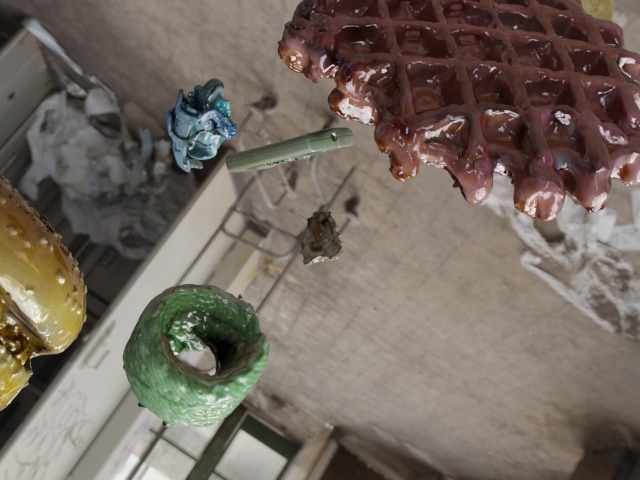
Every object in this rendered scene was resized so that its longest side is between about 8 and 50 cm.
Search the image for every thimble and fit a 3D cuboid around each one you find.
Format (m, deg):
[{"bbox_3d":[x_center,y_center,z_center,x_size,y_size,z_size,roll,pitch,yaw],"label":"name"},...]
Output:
[{"bbox_3d":[-0.195,0.180,1.219,0.219,0.219,0.150,34,134,-1],"label":"thimble"}]

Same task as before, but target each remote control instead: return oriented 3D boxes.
[{"bbox_3d":[-0.056,-0.146,1.256,0.233,0.098,0.038,-8,96,48],"label":"remote control"}]

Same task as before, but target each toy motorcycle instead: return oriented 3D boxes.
[{"bbox_3d":[-0.296,-0.283,1.942,0.154,0.206,0.260,29,160,11],"label":"toy motorcycle"}]

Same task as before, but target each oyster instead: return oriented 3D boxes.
[{"bbox_3d":[0.005,-0.007,1.566,0.103,0.148,0.051,-26,138,28],"label":"oyster"}]

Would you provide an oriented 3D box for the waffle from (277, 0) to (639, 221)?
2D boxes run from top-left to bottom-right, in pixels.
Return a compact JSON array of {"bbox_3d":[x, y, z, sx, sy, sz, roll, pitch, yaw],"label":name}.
[{"bbox_3d":[0.104,-0.110,0.477,0.234,0.221,0.055,40,143,16],"label":"waffle"}]

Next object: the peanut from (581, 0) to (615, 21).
[{"bbox_3d":[0.275,-0.245,1.093,0.169,0.192,0.387,62,145,41],"label":"peanut"}]

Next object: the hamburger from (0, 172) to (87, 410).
[{"bbox_3d":[-0.225,0.008,0.445,0.181,0.118,0.191,26,156,23],"label":"hamburger"}]
